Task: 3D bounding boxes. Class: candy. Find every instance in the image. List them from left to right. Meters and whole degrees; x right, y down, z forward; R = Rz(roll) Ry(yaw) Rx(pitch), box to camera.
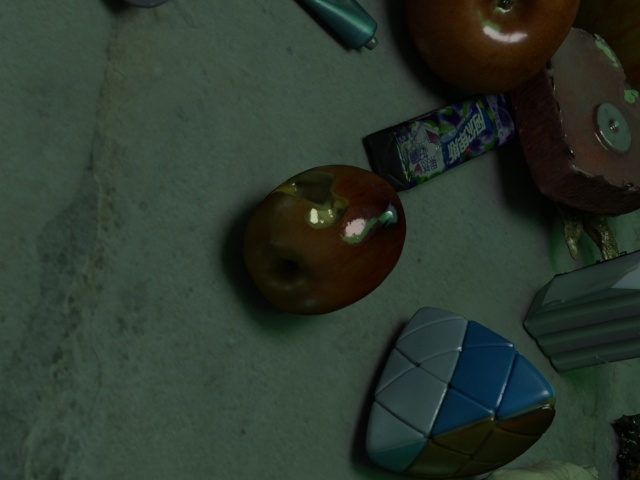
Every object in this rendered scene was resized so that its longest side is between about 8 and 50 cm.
[{"bbox_3d":[0.179,-0.147,1.865,0.312,0.061,0.088,-26,99,-49],"label":"candy"}]

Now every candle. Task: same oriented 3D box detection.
[{"bbox_3d":[0.404,-0.152,1.991,0.317,0.131,0.287,46,43,-9],"label":"candle"}]

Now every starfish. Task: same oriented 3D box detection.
[{"bbox_3d":[0.436,-0.069,2.119,0.299,0.060,0.302,33,47,-33],"label":"starfish"}]

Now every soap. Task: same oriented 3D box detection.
[{"bbox_3d":[0.423,0.103,1.917,0.145,0.230,0.091,51,45,-23],"label":"soap"}]

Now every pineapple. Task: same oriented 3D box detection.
[{"bbox_3d":[0.508,0.363,2.032,0.108,0.108,0.197,12,55,-46],"label":"pineapple"}]

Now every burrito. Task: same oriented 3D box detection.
[{"bbox_3d":[0.289,0.367,1.795,0.392,0.076,0.117,4,67,-50],"label":"burrito"}]

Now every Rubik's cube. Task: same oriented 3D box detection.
[{"bbox_3d":[0.183,0.202,1.689,0.254,0.254,0.254,20,62,-43],"label":"Rubik's cube"}]

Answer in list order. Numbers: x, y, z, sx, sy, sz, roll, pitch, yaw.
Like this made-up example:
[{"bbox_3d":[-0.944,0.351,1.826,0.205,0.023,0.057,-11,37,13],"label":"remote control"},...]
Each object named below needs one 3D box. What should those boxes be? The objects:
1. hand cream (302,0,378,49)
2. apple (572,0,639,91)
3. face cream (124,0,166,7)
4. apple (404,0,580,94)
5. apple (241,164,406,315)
[{"bbox_3d":[-0.001,-0.338,1.752,0.224,0.048,0.083,41,52,-25],"label":"hand cream"},{"bbox_3d":[0.590,-0.330,2.208,0.400,0.333,0.400,47,28,-35],"label":"apple"},{"bbox_3d":[-0.163,-0.362,1.551,0.154,0.096,0.274,54,30,-16],"label":"face cream"},{"bbox_3d":[0.248,-0.348,1.861,0.251,0.272,0.206,40,9,-25],"label":"apple"},{"bbox_3d":[0.000,0.000,1.531,0.199,0.199,0.199,20,62,-43],"label":"apple"}]
